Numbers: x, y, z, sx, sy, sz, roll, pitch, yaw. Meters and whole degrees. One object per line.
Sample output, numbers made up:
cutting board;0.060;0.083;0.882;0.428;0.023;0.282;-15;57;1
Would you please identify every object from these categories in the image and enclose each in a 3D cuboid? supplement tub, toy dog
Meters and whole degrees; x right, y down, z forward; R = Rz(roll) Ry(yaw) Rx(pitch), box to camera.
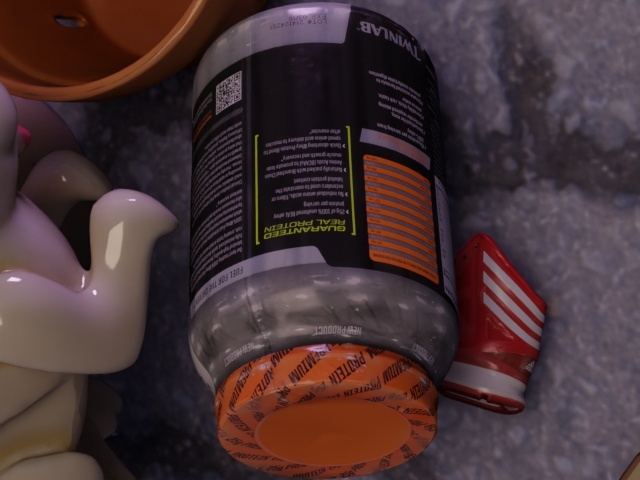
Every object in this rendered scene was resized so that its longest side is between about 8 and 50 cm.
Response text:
supplement tub;0.000;0.000;1.171;0.193;0.193;0.316;-16;54;21
toy dog;-0.297;0.046;1.157;0.395;0.284;0.408;-15;118;-13

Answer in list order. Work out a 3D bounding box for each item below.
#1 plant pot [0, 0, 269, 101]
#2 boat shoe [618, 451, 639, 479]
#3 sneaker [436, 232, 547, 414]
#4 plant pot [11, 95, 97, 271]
plant pot;-0.159;-0.249;1.292;0.291;0.203;0.291;0;90;22
boat shoe;0.347;0.121;1.134;0.342;0.123;0.123;-44;73;9
sneaker;0.080;0.051;1.276;0.221;0.087;0.128;17;77;23
plant pot;-0.360;-0.010;1.377;0.284;0.191;0.284;0;90;22
